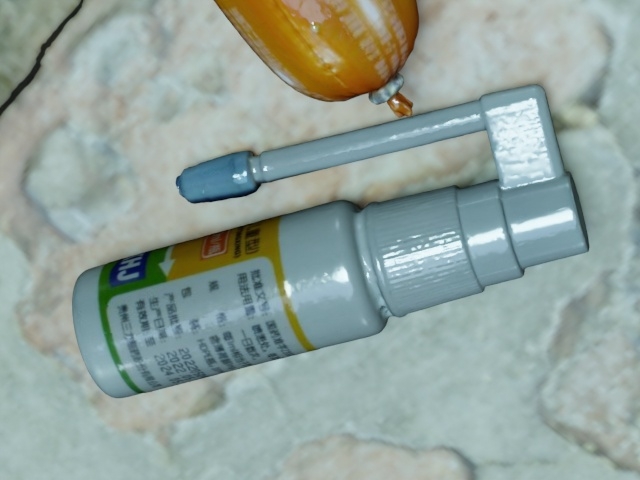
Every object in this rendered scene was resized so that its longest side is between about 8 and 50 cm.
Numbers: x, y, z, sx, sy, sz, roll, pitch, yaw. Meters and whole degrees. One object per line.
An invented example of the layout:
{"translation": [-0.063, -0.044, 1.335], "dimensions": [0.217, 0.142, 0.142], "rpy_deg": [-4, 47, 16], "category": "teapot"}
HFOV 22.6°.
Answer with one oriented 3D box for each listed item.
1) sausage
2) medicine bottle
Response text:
{"translation": [-0.034, -0.138, 0.610], "dimensions": [0.071, 0.071, 0.234], "rpy_deg": [-31, 111, 20], "category": "sausage"}
{"translation": [0.000, 0.000, 0.688], "dimensions": [0.221, 0.061, 0.092], "rpy_deg": [-15, 96, 12], "category": "medicine bottle"}
